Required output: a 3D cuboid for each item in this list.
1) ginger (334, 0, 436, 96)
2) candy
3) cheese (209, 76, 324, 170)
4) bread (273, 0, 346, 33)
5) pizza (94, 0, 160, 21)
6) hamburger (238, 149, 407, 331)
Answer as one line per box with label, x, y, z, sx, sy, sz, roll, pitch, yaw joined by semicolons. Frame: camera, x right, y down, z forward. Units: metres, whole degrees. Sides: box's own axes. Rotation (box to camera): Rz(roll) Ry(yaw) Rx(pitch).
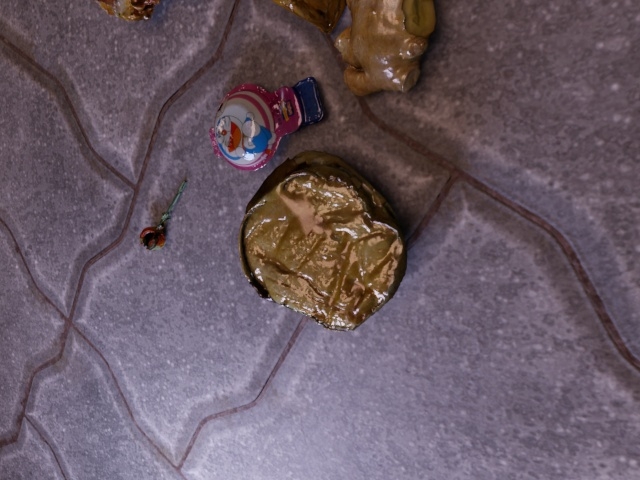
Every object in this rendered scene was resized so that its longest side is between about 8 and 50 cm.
ginger;0.094;-0.315;0.633;0.157;0.102;0.216;25;120;52
candy;-0.331;-0.053;0.969;0.055;0.049;0.185;31;109;-14
cheese;-0.104;-0.207;0.790;0.244;0.062;0.155;-13;92;30
bread;-0.032;-0.410;0.654;0.143;0.158;0.149;40;121;15
pizza;-0.309;-0.489;0.832;0.305;0.085;0.161;-11;73;29
hamburger;-0.001;0.002;0.739;0.285;0.134;0.265;46;112;7
